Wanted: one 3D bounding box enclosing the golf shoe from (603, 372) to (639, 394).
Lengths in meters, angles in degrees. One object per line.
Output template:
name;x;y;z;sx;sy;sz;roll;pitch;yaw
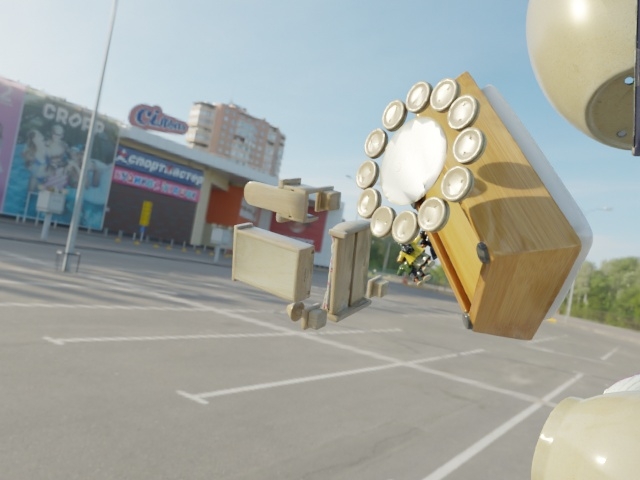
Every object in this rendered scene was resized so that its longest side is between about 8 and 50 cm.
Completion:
golf shoe;0.460;0.270;0.796;0.306;0.115;0.140;-14;4;-18

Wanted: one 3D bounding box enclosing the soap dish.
soap dish;0.211;-0.037;0.710;0.118;0.291;0.229;-15;-35;-4

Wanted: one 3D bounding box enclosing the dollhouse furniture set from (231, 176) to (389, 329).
dollhouse furniture set;0.000;0.000;1.153;0.173;0.303;0.355;17;20;34

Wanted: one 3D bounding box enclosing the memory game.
memory game;0.101;-0.086;0.584;0.012;0.186;0.186;16;-6;-34

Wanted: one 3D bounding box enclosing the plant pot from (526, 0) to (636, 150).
plant pot;0.387;-0.220;0.645;0.284;0.191;0.284;15;-31;9

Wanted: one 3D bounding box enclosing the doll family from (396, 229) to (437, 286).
doll family;0.235;0.005;1.223;0.111;0.193;0.076;50;9;37

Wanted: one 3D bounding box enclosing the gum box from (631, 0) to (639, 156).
gum box;0.252;-0.177;0.374;0.041;0.184;0.157;8;-37;34

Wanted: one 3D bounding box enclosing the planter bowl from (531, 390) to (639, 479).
planter bowl;0.244;0.193;0.442;0.162;0.162;0.109;12;0;-43
